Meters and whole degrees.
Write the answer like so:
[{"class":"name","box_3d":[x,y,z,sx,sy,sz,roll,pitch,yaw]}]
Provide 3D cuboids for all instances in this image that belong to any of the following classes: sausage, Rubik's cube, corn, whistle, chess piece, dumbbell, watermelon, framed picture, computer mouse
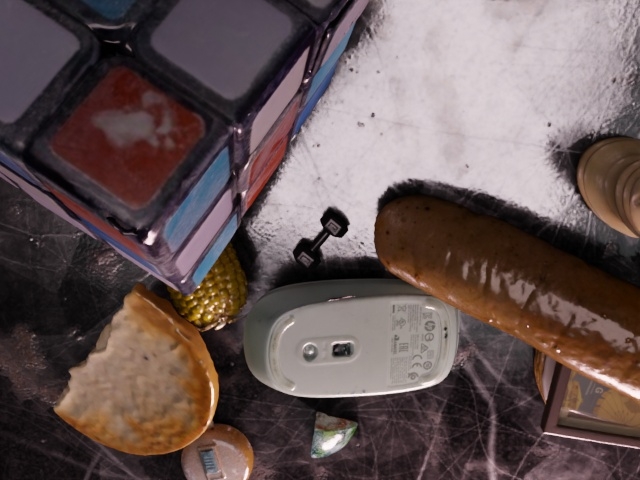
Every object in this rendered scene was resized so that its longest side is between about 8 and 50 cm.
[{"class":"sausage","box_3d":[0.286,0.081,0.830,0.500,0.136,0.123,27,73,15]},{"class":"Rubik's cube","box_3d":[-0.192,-0.190,0.705,0.362,0.363,0.359,32,75,-2]},{"class":"corn","box_3d":[-0.185,-0.027,0.924,0.106,0.106,0.305,-20,101,10]},{"class":"whistle","box_3d":[-0.143,0.364,1.044,0.107,0.057,0.220,-11,105,8]},{"class":"chess piece","box_3d":[0.380,-0.035,0.758,0.124,0.307,0.139,-18,101,11]},{"class":"dumbbell","box_3d":[0.000,0.000,0.946,0.083,0.040,0.036,-49,64,14]},{"class":"watermelon","box_3d":[0.005,0.279,1.018,0.085,0.085,0.061,-32,59,13]},{"class":"framed picture","box_3d":[0.386,0.205,0.915,0.168,0.023,0.128,9,107,1]},{"class":"computer mouse","box_3d":[0.041,0.126,0.945,0.288,0.097,0.160,-4,106,-10]}]

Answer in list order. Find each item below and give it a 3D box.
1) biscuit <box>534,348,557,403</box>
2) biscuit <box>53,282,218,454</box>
[{"class":"biscuit","box_3d":[0.386,0.181,0.947,0.181,0.049,0.208,-29,101,11]},{"class":"biscuit","box_3d":[-0.244,0.205,0.986,0.204,0.040,0.309,38,123,-4]}]
